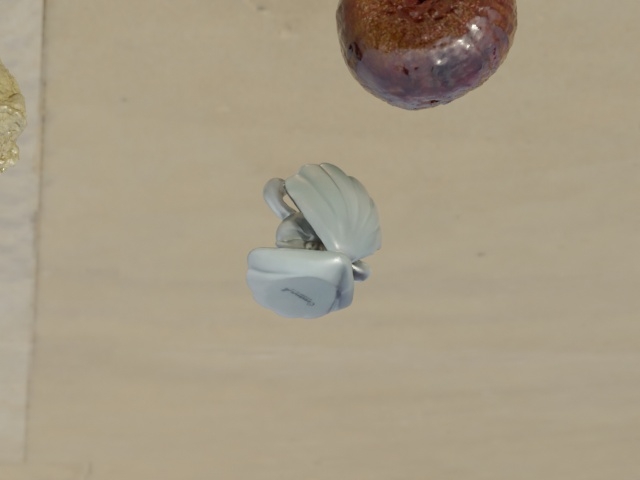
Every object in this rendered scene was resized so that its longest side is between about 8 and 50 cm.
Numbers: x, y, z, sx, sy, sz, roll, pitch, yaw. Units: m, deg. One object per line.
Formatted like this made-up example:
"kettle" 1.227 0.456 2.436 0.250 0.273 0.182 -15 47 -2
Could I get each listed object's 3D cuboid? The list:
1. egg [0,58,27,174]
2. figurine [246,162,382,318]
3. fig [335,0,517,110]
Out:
"egg" -0.296 -0.101 1.016 0.118 0.116 0.140 30 156 -31
"figurine" 0.000 0.000 0.836 0.094 0.086 0.082 31 137 -30
"fig" 0.088 -0.161 1.075 0.146 0.133 0.201 0 169 4
